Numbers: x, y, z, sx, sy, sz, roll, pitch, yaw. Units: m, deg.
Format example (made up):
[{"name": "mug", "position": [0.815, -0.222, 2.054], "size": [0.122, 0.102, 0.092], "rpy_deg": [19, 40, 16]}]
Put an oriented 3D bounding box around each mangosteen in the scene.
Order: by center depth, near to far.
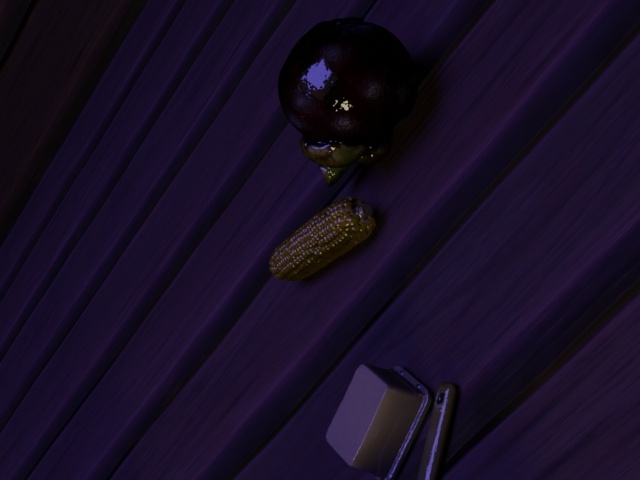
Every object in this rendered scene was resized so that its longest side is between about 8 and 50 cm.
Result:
[{"name": "mangosteen", "position": [0.035, -0.179, 1.323], "size": [0.194, 0.194, 0.230], "rpy_deg": [-147, 53, -60]}]

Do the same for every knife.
[{"name": "knife", "position": [0.109, 0.294, 1.041], "size": [0.047, 0.017, 0.298], "rpy_deg": [-1, 70, 52]}]

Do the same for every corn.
[{"name": "corn", "position": [0.000, 0.000, 1.357], "size": [0.207, 0.068, 0.068], "rpy_deg": [-33, 45, 44]}]

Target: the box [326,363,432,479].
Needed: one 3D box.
[{"name": "box", "position": [0.063, 0.203, 1.129], "size": [0.122, 0.062, 0.089], "rpy_deg": [-64, 30, 6]}]
